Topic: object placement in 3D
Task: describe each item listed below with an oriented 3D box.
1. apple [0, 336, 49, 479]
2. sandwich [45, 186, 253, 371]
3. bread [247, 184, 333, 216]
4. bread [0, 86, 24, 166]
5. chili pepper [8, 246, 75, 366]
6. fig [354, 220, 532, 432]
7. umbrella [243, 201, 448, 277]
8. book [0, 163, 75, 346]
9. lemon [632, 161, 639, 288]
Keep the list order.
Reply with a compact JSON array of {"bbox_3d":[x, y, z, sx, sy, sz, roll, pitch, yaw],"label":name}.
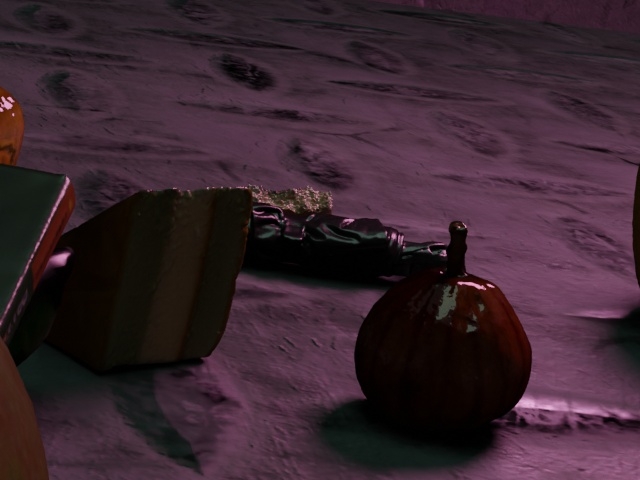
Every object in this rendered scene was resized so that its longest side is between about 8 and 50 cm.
[{"bbox_3d":[-0.250,0.125,0.626,0.319,0.277,0.319,-1,18,0],"label":"apple"},{"bbox_3d":[-0.157,0.003,1.346,0.117,0.144,0.187,-2,19,-42],"label":"sandwich"},{"bbox_3d":[-0.033,-0.023,1.663,0.083,0.070,0.035,2,59,-6],"label":"bread"},{"bbox_3d":[-0.458,-0.081,1.487,0.337,0.148,0.328,21,23,31],"label":"bread"},{"bbox_3d":[-0.308,0.052,1.181,0.264,0.116,0.148,11,27,8],"label":"chili pepper"},{"bbox_3d":[0.079,0.070,1.278,0.128,0.150,0.128,-28,19,10],"label":"fig"},{"bbox_3d":[0.000,0.000,1.606,0.235,0.059,0.066,7,33,-2],"label":"umbrella"},{"bbox_3d":[-0.316,0.056,1.041,0.260,0.043,0.371,10,37,5],"label":"book"},{"bbox_3d":[0.457,-0.069,1.575,0.364,0.364,0.364,8,15,-2],"label":"lemon"}]
